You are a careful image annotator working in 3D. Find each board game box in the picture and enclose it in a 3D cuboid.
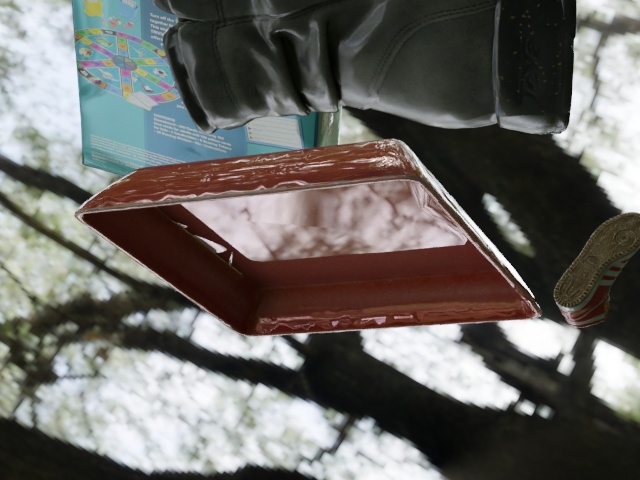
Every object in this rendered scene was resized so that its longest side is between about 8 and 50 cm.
[{"bbox_3d":[-0.105,-0.181,1.491,0.336,0.254,0.079,95,-164,-46],"label":"board game box"}]

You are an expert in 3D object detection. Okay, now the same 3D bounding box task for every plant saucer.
[{"bbox_3d":[0.000,0.000,1.127,0.258,0.259,0.048,42,-132,-55],"label":"plant saucer"}]

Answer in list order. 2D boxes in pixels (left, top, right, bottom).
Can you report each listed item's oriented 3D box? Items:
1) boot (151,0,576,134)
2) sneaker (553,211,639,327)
[{"bbox_3d":[0.013,-0.191,0.743,0.118,0.222,0.338,-76,-14,-58],"label":"boot"},{"bbox_3d":[0.262,0.030,1.450,0.118,0.042,0.067,-46,-32,-11],"label":"sneaker"}]
